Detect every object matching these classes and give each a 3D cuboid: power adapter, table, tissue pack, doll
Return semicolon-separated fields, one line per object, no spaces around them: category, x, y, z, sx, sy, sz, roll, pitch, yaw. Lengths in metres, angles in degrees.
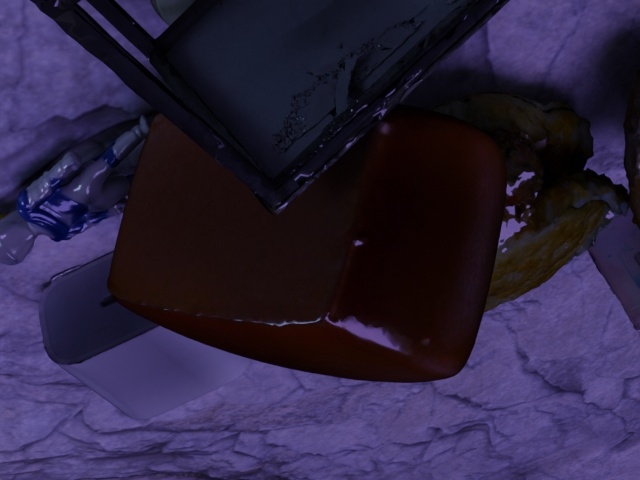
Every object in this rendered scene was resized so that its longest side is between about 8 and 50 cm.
power adapter;-0.193;0.122;1.206;0.187;0.124;0.255;-24;145;5
table;-0.024;-0.246;0.647;0.335;0.222;0.272;-42;143;5
tissue pack;0.523;0.005;1.371;0.271;0.201;0.124;-31;138;14
doll;-0.257;-0.043;1.008;0.227;0.057;0.114;-33;152;0

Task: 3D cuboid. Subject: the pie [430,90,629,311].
pie;0.142;0.005;1.180;0.418;0.180;0.395;-40;156;31

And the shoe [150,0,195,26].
shoe;-0.034;-0.176;0.910;0.275;0.098;0.103;17;127;-41

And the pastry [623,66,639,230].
pastry;0.422;-0.111;1.130;0.257;0.121;0.235;-32;122;-55

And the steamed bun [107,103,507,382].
steamed bun;0.000;0.000;0.891;0.379;0.234;0.248;4;167;46
